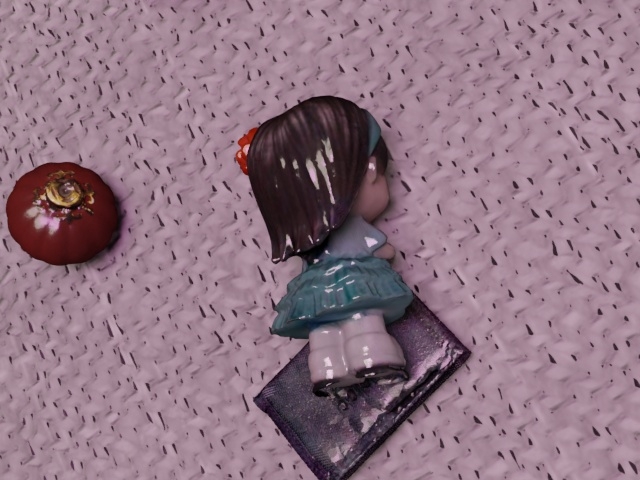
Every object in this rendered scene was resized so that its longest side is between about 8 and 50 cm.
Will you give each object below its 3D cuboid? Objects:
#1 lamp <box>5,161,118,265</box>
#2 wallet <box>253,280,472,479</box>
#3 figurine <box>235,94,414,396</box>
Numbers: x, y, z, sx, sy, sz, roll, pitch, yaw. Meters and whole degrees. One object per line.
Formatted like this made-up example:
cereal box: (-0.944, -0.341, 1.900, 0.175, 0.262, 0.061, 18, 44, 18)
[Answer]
lamp: (-0.239, -0.025, 0.846, 0.101, 0.090, 0.101, 8, 63, -16)
wallet: (0.032, 0.113, 0.761, 0.166, 0.030, 0.111, -46, 61, 4)
figurine: (0.000, 0.000, 0.741, 0.137, 0.110, 0.246, -18, 69, 23)
